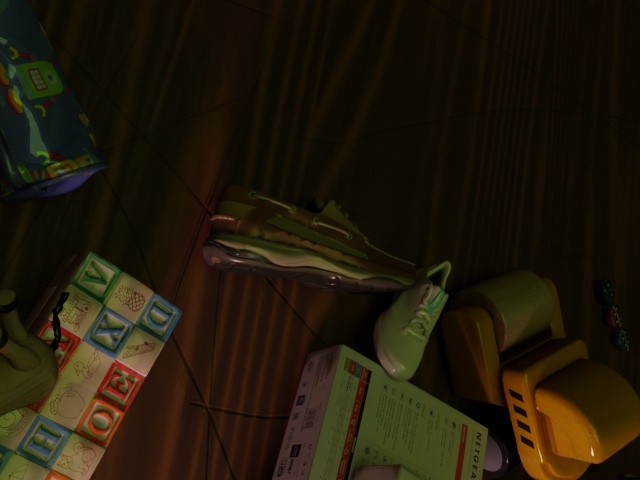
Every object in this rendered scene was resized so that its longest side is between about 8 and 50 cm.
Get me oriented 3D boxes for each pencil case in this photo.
[{"bbox_3d":[-0.340,-0.184,0.769,0.306,0.119,0.133,65,27,-12],"label":"pencil case"}]

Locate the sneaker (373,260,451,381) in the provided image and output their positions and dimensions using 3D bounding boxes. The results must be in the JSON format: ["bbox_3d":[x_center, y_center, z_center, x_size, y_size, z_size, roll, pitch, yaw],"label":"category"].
[{"bbox_3d":[0.141,0.104,1.070,0.080,0.094,0.212,40,41,-16],"label":"sneaker"}]

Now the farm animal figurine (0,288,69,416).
[{"bbox_3d":[-0.411,0.155,0.611,0.330,0.172,0.327,12,52,9],"label":"farm animal figurine"}]

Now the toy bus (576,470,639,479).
[{"bbox_3d":[0.435,0.469,1.272,0.332,0.130,0.108,0,85,-36],"label":"toy bus"}]

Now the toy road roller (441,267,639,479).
[{"bbox_3d":[0.356,0.215,1.167,0.202,0.240,0.329,-18,97,-36],"label":"toy road roller"}]

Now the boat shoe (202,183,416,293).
[{"bbox_3d":[0.000,0.000,1.004,0.324,0.122,0.120,14,75,-35],"label":"boat shoe"}]

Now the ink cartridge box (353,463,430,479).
[{"bbox_3d":[0.098,0.398,0.881,0.158,0.092,0.218,36,52,-24],"label":"ink cartridge box"}]

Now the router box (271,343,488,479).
[{"bbox_3d":[0.077,0.356,0.998,0.301,0.082,0.335,34,55,-25],"label":"router box"}]

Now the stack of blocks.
[{"bbox_3d":[-0.301,0.159,0.791,0.171,0.087,0.297,39,65,-27],"label":"stack of blocks"}]

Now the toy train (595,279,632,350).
[{"bbox_3d":[0.575,0.152,1.463,0.036,0.027,0.158,-31,104,-30],"label":"toy train"}]
